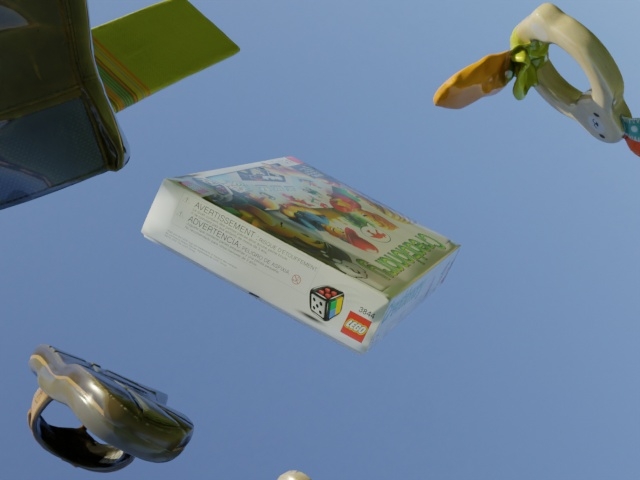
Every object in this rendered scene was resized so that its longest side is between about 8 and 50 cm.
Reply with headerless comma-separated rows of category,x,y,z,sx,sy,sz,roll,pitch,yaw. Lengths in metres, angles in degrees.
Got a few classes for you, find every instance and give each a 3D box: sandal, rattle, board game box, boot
sandal,-0.126,0.105,0.646,0.090,0.060,0.219,27,172,-19
rattle,0.234,-0.116,1.081,0.143,0.130,0.199,-39,-89,-30
board game box,0.000,0.000,0.959,0.193,0.053,0.305,28,-166,11
boot,-0.163,-0.033,0.329,0.082,0.219,0.106,-65,-48,-72

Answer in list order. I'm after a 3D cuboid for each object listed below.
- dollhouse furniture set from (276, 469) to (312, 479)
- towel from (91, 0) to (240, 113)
dollhouse furniture set,-0.045,0.325,0.967,0.362,0.394,0.256,-21,-69,-40
towel,-0.197,-0.195,1.212,0.102,0.021,0.237,44,-135,11
